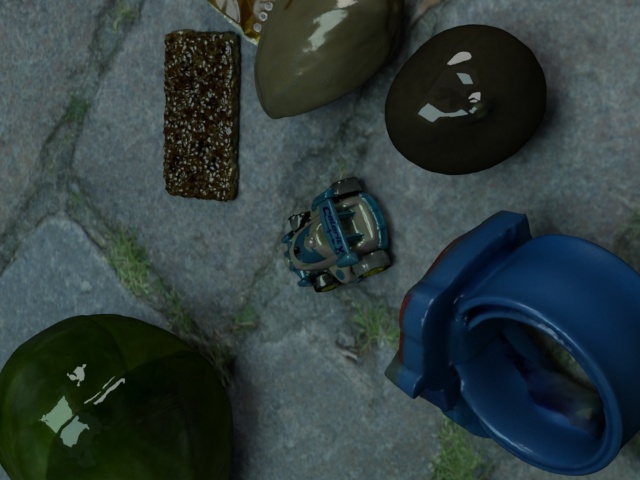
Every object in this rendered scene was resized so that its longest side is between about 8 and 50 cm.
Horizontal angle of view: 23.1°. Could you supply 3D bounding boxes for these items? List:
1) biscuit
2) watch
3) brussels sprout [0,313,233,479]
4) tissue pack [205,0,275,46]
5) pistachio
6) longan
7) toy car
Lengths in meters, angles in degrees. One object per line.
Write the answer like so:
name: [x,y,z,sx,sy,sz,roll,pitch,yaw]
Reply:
biscuit: [-0.163,-0.170,2.116,0.131,0.025,0.230,6,100,37]
watch: [0.242,0.148,1.713,0.274,0.241,0.305,23,140,34]
brussels sprout: [-0.262,0.267,2.087,0.281,0.289,0.354,-10,102,52]
tissue pack: [-0.065,-0.380,1.971,0.183,0.092,0.226,43,116,25]
pistachio: [0.007,-0.242,1.901,0.153,0.138,0.238,42,120,13]
longan: [0.164,-0.157,1.774,0.189,0.189,0.189,6,99,37]
toy car: [0.000,0.000,1.963,0.161,0.098,0.126,-25,78,36]
